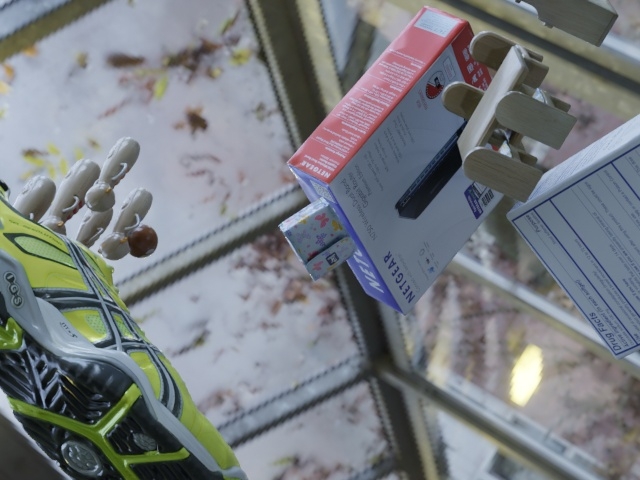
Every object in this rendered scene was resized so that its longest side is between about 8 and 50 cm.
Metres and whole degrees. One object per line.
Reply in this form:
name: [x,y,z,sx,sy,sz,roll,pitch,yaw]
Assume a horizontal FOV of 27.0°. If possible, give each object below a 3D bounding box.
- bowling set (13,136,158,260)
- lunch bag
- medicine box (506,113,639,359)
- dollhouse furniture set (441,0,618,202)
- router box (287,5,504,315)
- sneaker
bowling set: [-0.324,-0.013,1.960,0.200,0.287,0.154,43,-130,-25]
lunch bag: [0.000,0.000,1.654,0.071,0.053,0.083,-32,-70,-3]
medicine box: [0.455,-0.022,1.818,0.289,0.263,0.149,-34,6,43]
dollhouse furniture set: [0.206,-0.207,1.555,0.212,0.161,0.242,-94,29,-61]
router box: [0.132,-0.104,1.861,0.301,0.082,0.335,-50,-38,-14]
sneaker: [-0.195,0.085,1.114,0.145,0.385,0.147,-40,8,41]
